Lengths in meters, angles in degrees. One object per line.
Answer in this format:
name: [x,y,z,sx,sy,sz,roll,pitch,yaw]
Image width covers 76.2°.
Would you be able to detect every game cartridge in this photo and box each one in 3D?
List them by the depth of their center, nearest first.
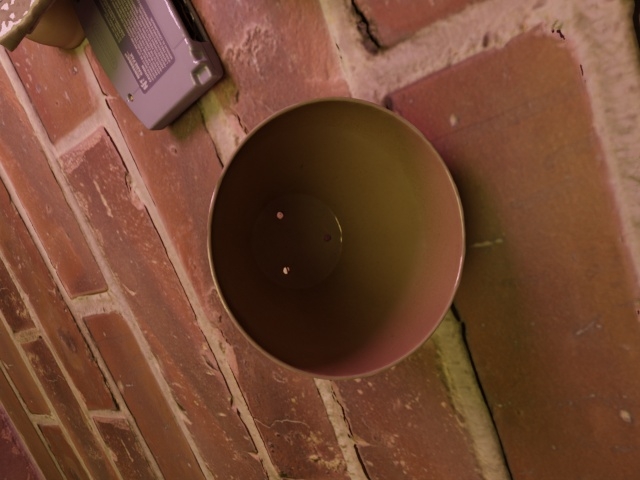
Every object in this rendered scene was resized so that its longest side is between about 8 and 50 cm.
game cartridge: [-0.285,-0.336,0.632,0.196,0.060,0.294,-23,97,32]

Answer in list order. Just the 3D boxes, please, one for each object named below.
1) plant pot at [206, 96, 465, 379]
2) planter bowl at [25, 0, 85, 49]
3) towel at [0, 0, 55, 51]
plant pot: [0.000,0.000,0.498,0.284,0.284,0.191,65,161,-7]
planter bowl: [-0.493,-0.414,0.688,0.161,0.109,0.162,12,116,27]
towel: [-0.402,-0.477,0.569,0.324,0.056,0.312,-36,81,13]
